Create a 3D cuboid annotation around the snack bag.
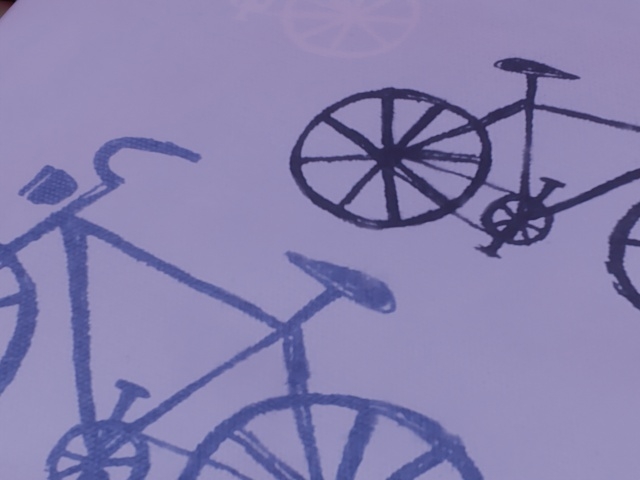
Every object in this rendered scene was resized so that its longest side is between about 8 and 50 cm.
[{"bbox_3d":[0.000,0.000,0.614,0.323,0.037,0.342,19,55,23],"label":"snack bag"}]
